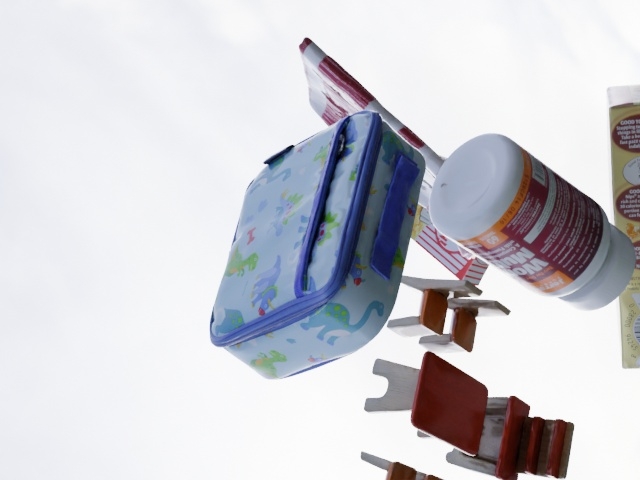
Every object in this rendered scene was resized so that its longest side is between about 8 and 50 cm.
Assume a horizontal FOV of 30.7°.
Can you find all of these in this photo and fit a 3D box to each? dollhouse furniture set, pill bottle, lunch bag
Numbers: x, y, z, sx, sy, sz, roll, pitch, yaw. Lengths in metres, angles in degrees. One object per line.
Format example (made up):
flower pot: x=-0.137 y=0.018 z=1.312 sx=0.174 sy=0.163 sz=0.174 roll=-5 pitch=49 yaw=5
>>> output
dollhouse furniture set: x=0.170 y=0.197 z=1.303 sx=0.259 sy=0.135 sz=0.262 roll=33 pitch=-115 yaw=-50
pill bottle: x=0.229 y=-0.013 z=1.238 sx=0.221 sy=0.121 sz=0.121 roll=31 pitch=-133 yaw=-32
lunch bag: x=0.000 y=0.000 z=0.999 sx=0.090 sy=0.176 sz=0.219 roll=38 pitch=-131 yaw=-28

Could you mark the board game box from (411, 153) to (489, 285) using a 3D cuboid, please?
board game box: x=0.229 y=-0.036 z=1.952 sx=0.045 sy=0.147 sz=0.193 roll=14 pitch=-161 yaw=-41

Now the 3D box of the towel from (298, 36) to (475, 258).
towel: x=0.097 y=-0.110 z=1.503 sx=0.329 sy=0.037 sz=0.237 roll=44 pitch=175 yaw=9

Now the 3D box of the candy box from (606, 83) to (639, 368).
candy box: x=0.396 y=-0.023 z=1.412 sx=0.183 sy=0.087 sz=0.317 roll=-50 pitch=-44 yaw=-71
